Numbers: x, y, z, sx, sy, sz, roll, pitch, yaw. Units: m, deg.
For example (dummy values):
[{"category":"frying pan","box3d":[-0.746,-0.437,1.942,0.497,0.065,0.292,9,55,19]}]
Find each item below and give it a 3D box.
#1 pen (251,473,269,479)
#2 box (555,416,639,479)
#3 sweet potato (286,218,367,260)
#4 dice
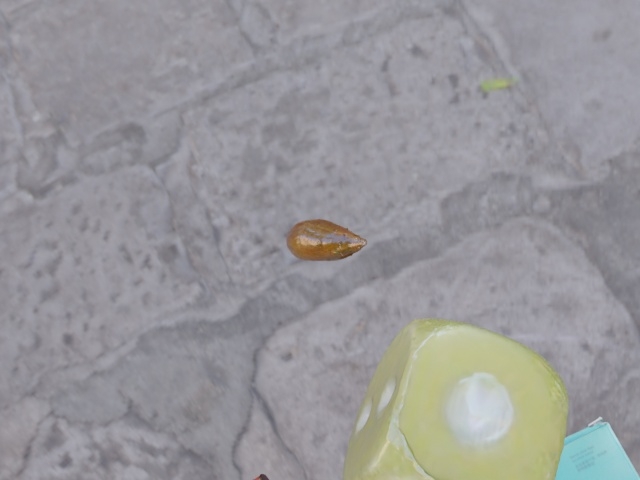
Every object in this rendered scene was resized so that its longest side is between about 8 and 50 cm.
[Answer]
[{"category":"pen","box3d":[-0.164,0.405,1.700,0.239,0.028,0.028,-37,52,22]},{"category":"box","box3d":[0.362,0.419,1.524,0.205,0.118,0.311,-27,58,1]},{"category":"sweet potato","box3d":[0.000,0.000,0.889,0.095,0.034,0.034,2,51,53]},{"category":"dice","box3d":[0.125,0.187,1.118,0.166,0.169,0.169,23,62,-4]}]
